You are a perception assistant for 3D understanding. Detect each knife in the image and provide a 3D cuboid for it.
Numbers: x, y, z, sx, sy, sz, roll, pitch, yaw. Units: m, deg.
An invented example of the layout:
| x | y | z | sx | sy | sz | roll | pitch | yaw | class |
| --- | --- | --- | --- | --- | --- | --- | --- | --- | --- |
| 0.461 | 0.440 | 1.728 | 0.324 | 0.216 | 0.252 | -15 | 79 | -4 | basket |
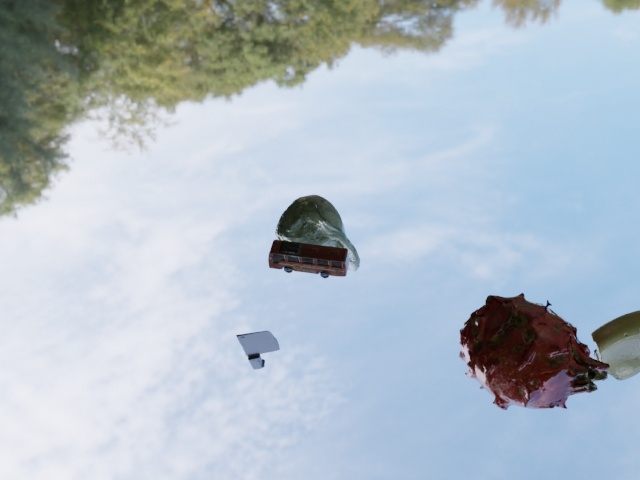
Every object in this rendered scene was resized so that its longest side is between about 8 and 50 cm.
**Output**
| x | y | z | sx | sy | sz | roll | pitch | yaw | class |
| --- | --- | --- | --- | --- | --- | --- | --- | --- | --- |
| -0.116 | 0.215 | 1.617 | 0.072 | 0.245 | 0.019 | -8 | -111 | -1 | knife |

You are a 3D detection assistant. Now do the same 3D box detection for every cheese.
| x | y | z | sx | sy | sz | roll | pitch | yaw | class |
| --- | --- | --- | --- | --- | --- | --- | --- | --- | --- |
| 0.591 | 0.151 | 1.464 | 0.127 | 0.255 | 0.050 | 31 | -147 | -18 | cheese |

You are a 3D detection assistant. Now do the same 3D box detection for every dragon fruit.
| x | y | z | sx | sy | sz | roll | pitch | yaw | class |
| --- | --- | --- | --- | --- | --- | --- | --- | --- | --- |
| 0.376 | 0.209 | 1.466 | 0.268 | 0.210 | 0.205 | 18 | 175 | 31 | dragon fruit |

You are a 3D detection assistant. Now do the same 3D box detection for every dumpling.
| x | y | z | sx | sy | sz | roll | pitch | yaw | class |
| --- | --- | --- | --- | --- | --- | --- | --- | --- | --- |
| -0.015 | 0.001 | 1.398 | 0.108 | 0.153 | 0.219 | -21 | 175 | -11 | dumpling |

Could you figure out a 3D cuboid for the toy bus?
| x | y | z | sx | sy | sz | roll | pitch | yaw | class |
| --- | --- | --- | --- | --- | --- | --- | --- | --- | --- |
| -0.016 | 0.024 | 1.111 | 0.110 | 0.043 | 0.031 | 7 | -127 | 8 | toy bus |
